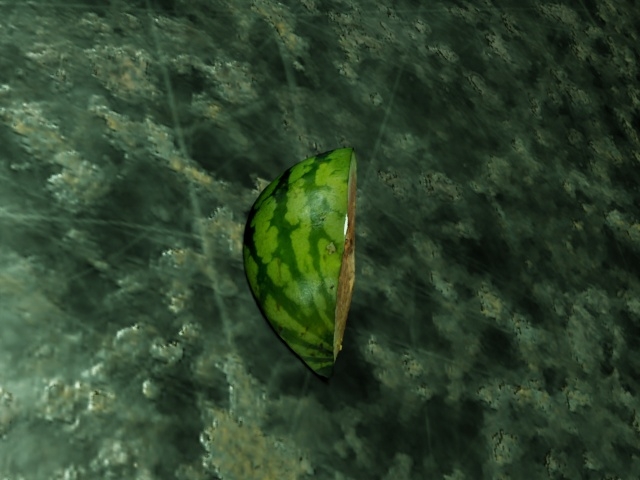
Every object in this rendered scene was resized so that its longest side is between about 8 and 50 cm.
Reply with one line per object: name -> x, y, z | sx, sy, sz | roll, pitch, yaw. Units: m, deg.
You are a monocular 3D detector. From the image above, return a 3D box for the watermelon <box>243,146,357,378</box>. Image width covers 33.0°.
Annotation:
watermelon -> -0.013, -0.005, 0.680 | 0.069, 0.087, 0.163 | 2, 44, 6
